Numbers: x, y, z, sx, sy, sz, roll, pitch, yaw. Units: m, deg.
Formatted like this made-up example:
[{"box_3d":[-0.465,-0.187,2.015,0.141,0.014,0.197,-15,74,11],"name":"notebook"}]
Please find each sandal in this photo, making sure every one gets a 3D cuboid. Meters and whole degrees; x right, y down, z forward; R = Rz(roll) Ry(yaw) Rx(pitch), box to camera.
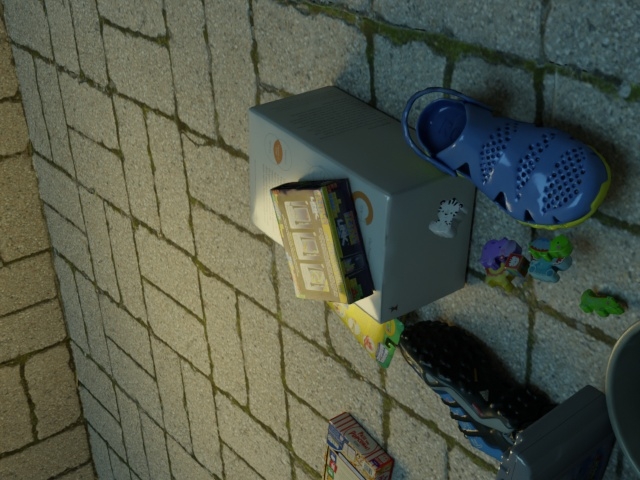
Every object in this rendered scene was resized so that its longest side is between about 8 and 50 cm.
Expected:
[{"box_3d":[0.211,-0.109,1.232,0.317,0.138,0.126,28,94,44],"name":"sandal"}]

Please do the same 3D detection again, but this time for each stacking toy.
[{"box_3d":[0.263,0.021,1.266,0.221,0.052,0.167,15,162,48],"name":"stacking toy"}]

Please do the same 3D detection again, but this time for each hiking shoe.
[{"box_3d":[0.219,0.241,1.478,0.304,0.113,0.132,41,139,38],"name":"hiking shoe"}]

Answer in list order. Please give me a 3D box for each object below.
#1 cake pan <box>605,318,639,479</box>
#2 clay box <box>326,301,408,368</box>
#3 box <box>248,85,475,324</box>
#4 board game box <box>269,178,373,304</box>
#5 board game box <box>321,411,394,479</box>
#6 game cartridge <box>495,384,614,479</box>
[{"box_3d":[0.460,0.211,1.141,0.293,0.054,0.293,34,135,43],"name":"cake pan"},{"box_3d":[0.074,0.098,1.680,0.222,0.053,0.127,49,144,28],"name":"clay box"},{"box_3d":[0.052,-0.067,1.505,0.345,0.168,0.215,37,136,43],"name":"box"},{"box_3d":[0.000,0.000,1.414,0.141,0.048,0.170,3,109,55],"name":"board game box"},{"box_3d":[0.067,0.447,1.908,0.147,0.045,0.194,42,140,37],"name":"board game box"},{"box_3d":[0.302,0.336,1.322,0.062,0.198,0.297,42,142,38],"name":"game cartridge"}]
